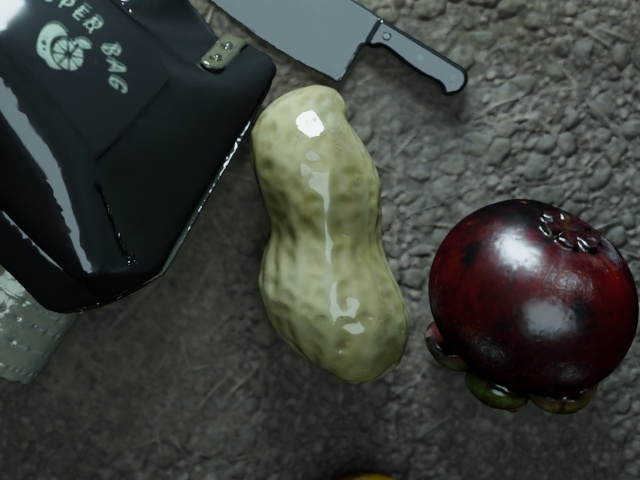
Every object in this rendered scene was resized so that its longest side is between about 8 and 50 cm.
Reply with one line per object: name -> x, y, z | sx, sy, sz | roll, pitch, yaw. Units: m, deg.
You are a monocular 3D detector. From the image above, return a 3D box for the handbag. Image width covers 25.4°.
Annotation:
handbag -> -0.198, -0.142, 1.119 | 0.342, 0.152, 0.288 | 48, 57, -10

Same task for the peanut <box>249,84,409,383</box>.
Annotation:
peanut -> 0.000, 0.000, 1.196 | 0.123, 0.123, 0.257 | -15, 96, -3

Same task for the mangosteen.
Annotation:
mangosteen -> 0.173, 0.065, 1.201 | 0.200, 0.200, 0.200 | -1, 97, -5

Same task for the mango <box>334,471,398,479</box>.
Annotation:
mango -> 0.040, 0.281, 1.247 | 0.111, 0.089, 0.163 | 5, 105, -7

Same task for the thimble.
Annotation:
thimble -> -0.265, 0.055, 1.181 | 0.115, 0.102, 0.090 | 31, 95, -39

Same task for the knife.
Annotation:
knife -> 0.012, -0.179, 1.224 | 0.245, 0.019, 0.072 | 29, 98, -6
